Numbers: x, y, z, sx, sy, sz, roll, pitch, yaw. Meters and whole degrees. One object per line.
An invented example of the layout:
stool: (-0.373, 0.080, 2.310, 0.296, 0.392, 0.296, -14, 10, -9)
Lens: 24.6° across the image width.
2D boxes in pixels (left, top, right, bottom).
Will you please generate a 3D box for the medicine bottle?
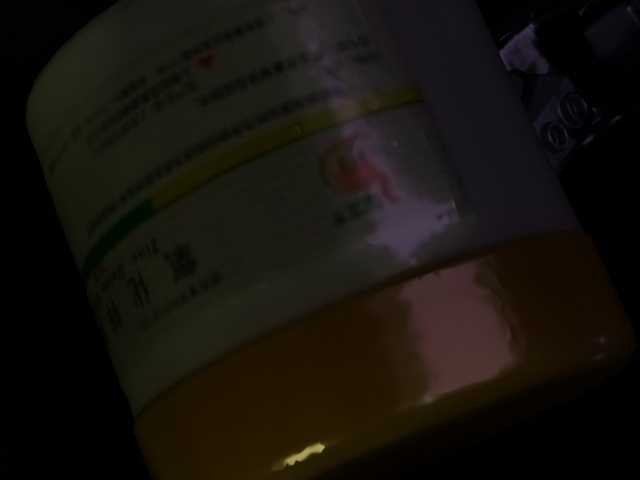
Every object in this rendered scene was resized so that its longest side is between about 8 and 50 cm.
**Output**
medicine bottle: (0.000, 0.000, 0.719, 0.238, 0.238, 0.232, -13, 73, -39)

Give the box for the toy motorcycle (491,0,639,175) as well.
toy motorcycle: (0.177, -0.118, 0.962, 0.106, 0.159, 0.270, 51, 46, -12)
